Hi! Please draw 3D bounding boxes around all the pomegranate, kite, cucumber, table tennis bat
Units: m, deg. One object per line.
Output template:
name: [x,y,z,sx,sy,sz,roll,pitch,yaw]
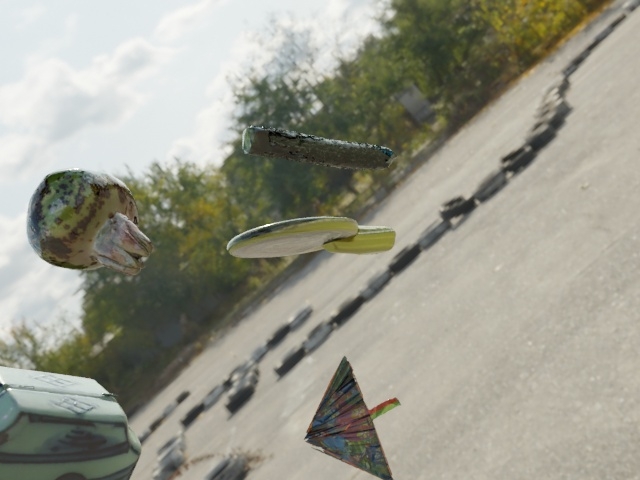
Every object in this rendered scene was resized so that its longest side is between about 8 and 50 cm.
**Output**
pomegranate: [-0.262,-0.025,0.976,0.138,0.163,0.125,40,-123,-64]
kite: [0.060,0.330,1.474,0.183,0.241,0.014,-25,-14,-4]
cucumber: [0.003,-0.129,1.206,0.257,0.043,0.044,4,-9,-32]
table tennis bat: [0.000,0.000,1.488,0.369,0.054,0.224,0,-15,-45]

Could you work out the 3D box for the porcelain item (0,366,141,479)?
porcelain item: [-0.424,0.337,1.204,0.157,0.281,0.286,31,98,47]
